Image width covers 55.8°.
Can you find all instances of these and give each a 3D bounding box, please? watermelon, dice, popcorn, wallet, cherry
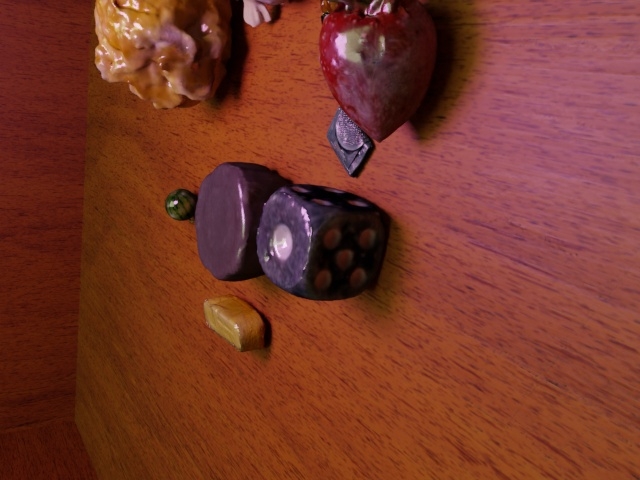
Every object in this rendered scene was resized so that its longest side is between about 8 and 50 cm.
[{"bbox_3d":[-0.424,-0.106,1.845,0.109,0.109,0.109,3,94,56],"label":"watermelon"},{"bbox_3d":[0.000,0.000,1.133,0.182,0.183,0.182,36,119,49],"label":"dice"},{"bbox_3d":[-0.403,-0.542,1.570,0.354,0.343,0.390,148,122,-81],"label":"popcorn"},{"bbox_3d":[0.052,-0.197,1.184,0.088,0.026,0.129,-60,45,39],"label":"wallet"},{"bbox_3d":[0.093,-0.285,0.986,0.175,0.192,0.250,-73,-21,-76],"label":"cherry"}]

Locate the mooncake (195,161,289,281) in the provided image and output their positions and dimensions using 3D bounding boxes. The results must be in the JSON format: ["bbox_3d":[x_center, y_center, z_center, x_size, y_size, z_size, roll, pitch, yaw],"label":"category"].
[{"bbox_3d":[-0.182,-0.047,1.431,0.306,0.154,0.306,5,96,55],"label":"mooncake"}]

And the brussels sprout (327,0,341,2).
[{"bbox_3d":[0.051,-0.539,1.010,0.294,0.227,0.260,-91,16,-48],"label":"brussels sprout"}]

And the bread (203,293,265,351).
[{"bbox_3d":[-0.218,0.211,1.554,0.245,0.094,0.102,19,116,55],"label":"bread"}]

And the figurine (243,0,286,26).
[{"bbox_3d":[-0.214,-0.593,1.334,0.275,0.394,0.227,73,-150,-50],"label":"figurine"}]

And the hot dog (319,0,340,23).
[{"bbox_3d":[0.026,-0.521,1.183,0.072,0.055,0.189,-156,64,-76],"label":"hot dog"}]
